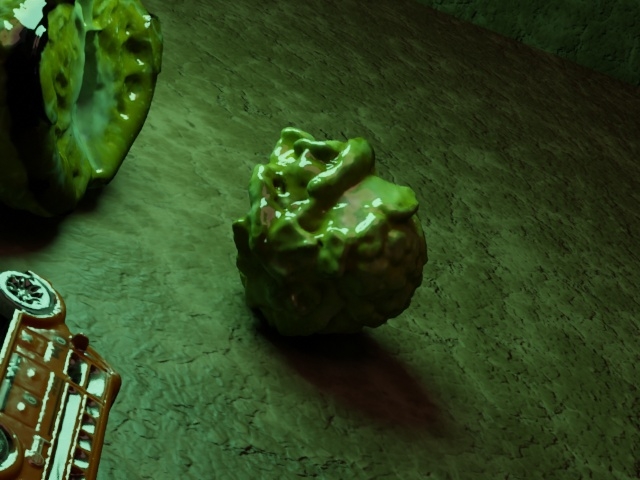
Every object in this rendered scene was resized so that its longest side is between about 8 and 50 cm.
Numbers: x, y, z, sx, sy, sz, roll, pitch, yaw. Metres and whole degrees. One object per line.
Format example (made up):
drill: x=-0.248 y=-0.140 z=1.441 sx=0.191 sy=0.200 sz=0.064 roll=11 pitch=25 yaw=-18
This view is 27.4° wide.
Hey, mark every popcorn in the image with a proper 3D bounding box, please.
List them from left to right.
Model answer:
popcorn: x=0.000 y=0.000 z=1.567 sx=0.259 sy=0.259 sz=0.212 roll=33 pitch=50 yaw=14

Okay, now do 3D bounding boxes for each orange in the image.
orange: x=-0.344 y=-0.177 z=1.571 sx=0.210 sy=0.270 sz=0.368 roll=-1 pitch=18 yaw=17

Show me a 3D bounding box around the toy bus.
toy bus: x=-0.261 y=0.166 z=1.108 sx=0.153 sy=0.143 sz=0.329 roll=30 pitch=22 yaw=-17
